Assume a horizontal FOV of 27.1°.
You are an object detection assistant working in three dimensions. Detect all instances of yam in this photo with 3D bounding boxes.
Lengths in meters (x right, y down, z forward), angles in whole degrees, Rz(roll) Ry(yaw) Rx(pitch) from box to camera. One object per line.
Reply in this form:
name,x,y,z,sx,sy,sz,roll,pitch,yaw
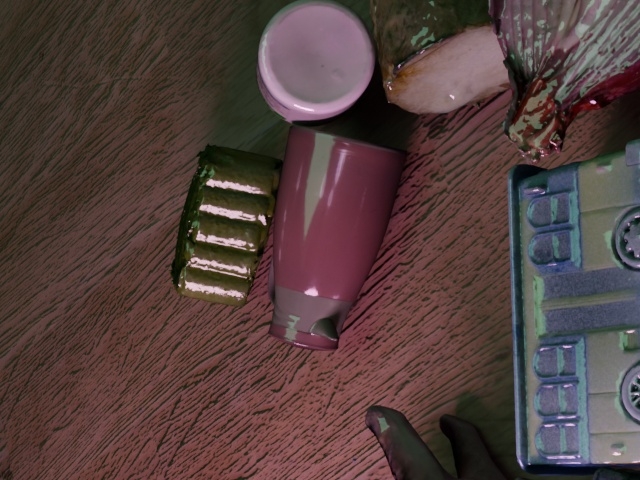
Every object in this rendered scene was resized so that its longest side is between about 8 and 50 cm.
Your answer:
yam,0.140,-0.312,1.503,0.195,0.195,0.300,-24,67,41

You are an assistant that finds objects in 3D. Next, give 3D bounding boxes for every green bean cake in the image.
green bean cake,-0.125,-0.021,1.727,0.214,0.113,0.200,-167,92,-81

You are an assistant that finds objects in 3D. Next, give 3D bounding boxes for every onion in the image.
onion,0.295,-0.235,1.342,0.267,0.159,0.348,32,102,38

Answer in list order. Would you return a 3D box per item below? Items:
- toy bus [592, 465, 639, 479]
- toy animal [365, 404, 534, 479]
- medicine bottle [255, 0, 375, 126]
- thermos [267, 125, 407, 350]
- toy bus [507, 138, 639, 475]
toy bus,0.350,0.265,1.111,0.167,0.275,0.138,7,88,48
toy animal,0.143,0.359,1.372,0.344,0.194,0.302,20,92,52
medicine bottle,-0.010,-0.208,1.610,0.237,0.139,0.139,-178,98,-87
thermos,0.000,0.000,1.632,0.176,0.146,0.265,23,101,60
toy bus,0.294,0.070,1.299,0.190,0.152,0.312,-11,75,44
